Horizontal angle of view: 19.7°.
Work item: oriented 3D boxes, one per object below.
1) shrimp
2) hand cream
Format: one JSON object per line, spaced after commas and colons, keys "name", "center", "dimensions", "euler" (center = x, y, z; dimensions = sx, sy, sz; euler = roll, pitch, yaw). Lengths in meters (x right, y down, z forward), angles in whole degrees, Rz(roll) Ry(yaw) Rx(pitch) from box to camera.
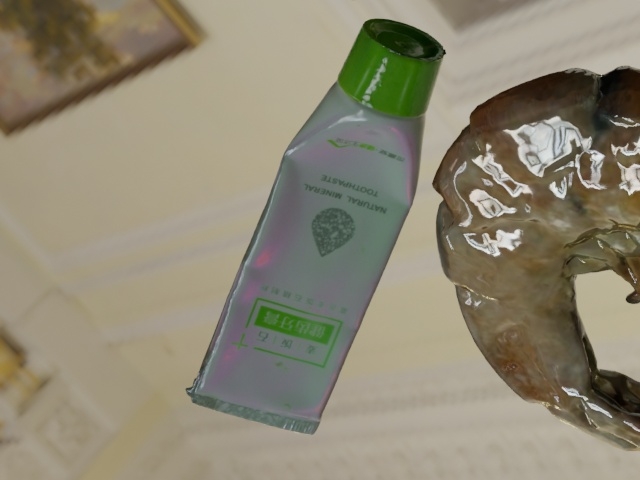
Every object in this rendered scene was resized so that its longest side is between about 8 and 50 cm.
{"name": "shrimp", "center": [0.217, 0.046, 0.969], "dimensions": [0.247, 0.360, 0.085], "euler": [-53, -173, 42]}
{"name": "hand cream", "center": [0.000, -0.001, 1.084], "dimensions": [0.050, 0.079, 0.275], "euler": [-40, 155, -59]}
